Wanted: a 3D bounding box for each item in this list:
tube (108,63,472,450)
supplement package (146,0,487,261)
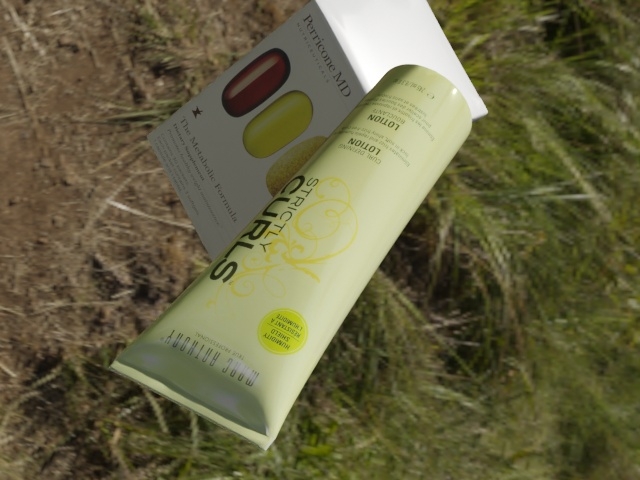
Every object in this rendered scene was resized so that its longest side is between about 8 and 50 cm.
[{"bbox_3d":[0.000,0.000,0.612,0.062,0.070,0.240,51,57,-19],"label":"tube"},{"bbox_3d":[-0.008,-0.098,0.991,0.134,0.244,0.139,-26,86,-46],"label":"supplement package"}]
